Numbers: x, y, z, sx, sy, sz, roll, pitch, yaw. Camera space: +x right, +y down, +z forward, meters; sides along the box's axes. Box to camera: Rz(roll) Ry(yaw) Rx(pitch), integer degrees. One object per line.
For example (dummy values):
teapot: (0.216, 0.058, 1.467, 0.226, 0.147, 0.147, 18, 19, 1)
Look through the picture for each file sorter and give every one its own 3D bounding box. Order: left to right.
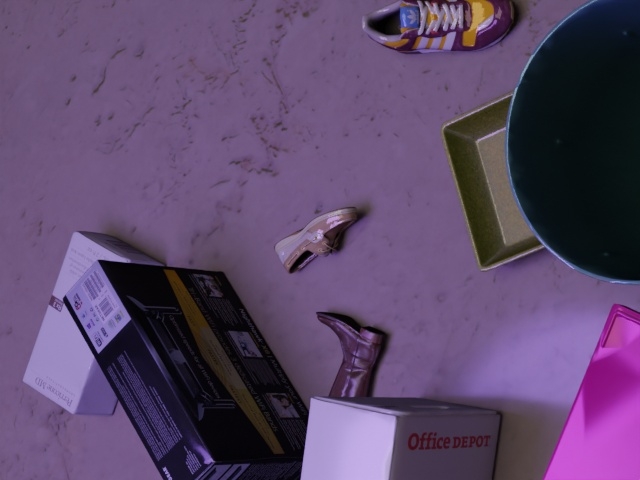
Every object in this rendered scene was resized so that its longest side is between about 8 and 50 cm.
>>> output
file sorter: (0.369, 0.241, 1.667, 0.202, 0.182, 0.290, 26, 100, 36)

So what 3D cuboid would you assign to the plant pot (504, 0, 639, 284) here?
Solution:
plant pot: (0.373, -0.096, 1.663, 0.293, 0.235, 0.293, -3, 85, 36)

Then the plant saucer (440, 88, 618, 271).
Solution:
plant saucer: (0.246, -0.079, 1.871, 0.188, 0.045, 0.188, -24, 73, 32)

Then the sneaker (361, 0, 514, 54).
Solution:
sneaker: (0.139, -0.259, 1.941, 0.185, 0.084, 0.069, -8, 81, 35)

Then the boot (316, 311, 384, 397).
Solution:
boot: (0.024, 0.153, 2.019, 0.106, 0.037, 0.114, 23, 104, 37)

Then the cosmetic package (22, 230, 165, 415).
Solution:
cosmetic package: (-0.312, 0.114, 2.234, 0.117, 0.085, 0.231, 26, 100, 35)

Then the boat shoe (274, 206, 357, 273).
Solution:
boat shoe: (0.000, 0.000, 2.043, 0.135, 0.050, 0.045, -33, 71, 40)

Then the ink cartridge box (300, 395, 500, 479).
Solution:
ink cartridge box: (0.080, 0.335, 1.843, 0.129, 0.223, 0.307, 8, 90, 37)

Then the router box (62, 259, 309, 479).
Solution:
router box: (-0.149, 0.169, 2.013, 0.081, 0.243, 0.309, -45, 61, 24)
